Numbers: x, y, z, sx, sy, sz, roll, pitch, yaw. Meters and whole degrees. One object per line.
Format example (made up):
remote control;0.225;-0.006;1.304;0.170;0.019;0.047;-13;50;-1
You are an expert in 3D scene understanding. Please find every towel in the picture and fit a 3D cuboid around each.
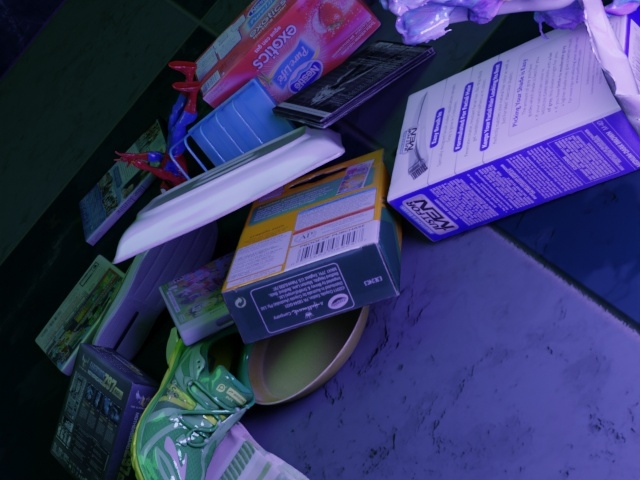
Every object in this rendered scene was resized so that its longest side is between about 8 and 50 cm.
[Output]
towel;-0.151;0.353;1.583;0.248;0.038;0.325;-55;31;-5

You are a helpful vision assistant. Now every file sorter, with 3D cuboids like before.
file sorter;-0.146;-0.161;2.005;0.170;0.118;0.104;-33;9;34

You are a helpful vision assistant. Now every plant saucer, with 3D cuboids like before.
plant saucer;-0.016;0.122;1.647;0.241;0.037;0.241;-35;34;28

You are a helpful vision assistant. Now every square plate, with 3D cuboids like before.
square plate;-0.131;-0.083;1.777;0.347;0.049;0.344;-25;9;4

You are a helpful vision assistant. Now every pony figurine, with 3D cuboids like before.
pony figurine;0.251;-0.288;1.298;0.363;0.303;0.351;0;26;18

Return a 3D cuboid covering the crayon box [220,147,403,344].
crayon box;0.000;0.000;1.595;0.203;0.083;0.323;-19;22;13

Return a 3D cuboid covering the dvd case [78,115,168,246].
dvd case;-0.383;-0.120;2.420;0.253;0.022;0.180;-46;30;10

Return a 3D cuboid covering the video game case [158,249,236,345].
video game case;-0.123;0.063;1.719;0.193;0.023;0.212;-26;20;-8

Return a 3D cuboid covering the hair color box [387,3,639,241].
hair color box;0.251;-0.140;1.497;0.338;0.110;0.185;-19;43;38

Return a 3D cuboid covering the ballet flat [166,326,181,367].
ballet flat;-0.186;0.139;1.816;0.077;0.079;0.221;-25;39;36

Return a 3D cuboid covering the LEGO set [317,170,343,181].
LEGO set;0.012;-0.071;1.838;0.083;0.023;0.054;-17;45;25

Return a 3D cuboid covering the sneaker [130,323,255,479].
sneaker;-0.158;0.217;1.587;0.123;0.109;0.296;-27;37;39

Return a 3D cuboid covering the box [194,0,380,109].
box;-0.063;-0.335;2.097;0.300;0.142;0.154;-44;32;13

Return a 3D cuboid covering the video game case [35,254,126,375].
video game case;-0.423;0.131;2.203;0.201;0.023;0.183;-54;30;-6

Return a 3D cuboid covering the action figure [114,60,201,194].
action figure;-0.288;-0.178;2.139;0.091;0.139;0.280;-103;16;-44

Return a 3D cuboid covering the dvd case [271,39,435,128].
dvd case;0.049;-0.244;1.895;0.221;0.018;0.164;-35;26;-18

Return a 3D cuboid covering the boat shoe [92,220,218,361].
boat shoe;-0.282;0.065;2.002;0.302;0.109;0.094;-52;28;4

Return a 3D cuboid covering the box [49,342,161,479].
box;-0.320;0.269;1.823;0.232;0.059;0.183;19;94;58
